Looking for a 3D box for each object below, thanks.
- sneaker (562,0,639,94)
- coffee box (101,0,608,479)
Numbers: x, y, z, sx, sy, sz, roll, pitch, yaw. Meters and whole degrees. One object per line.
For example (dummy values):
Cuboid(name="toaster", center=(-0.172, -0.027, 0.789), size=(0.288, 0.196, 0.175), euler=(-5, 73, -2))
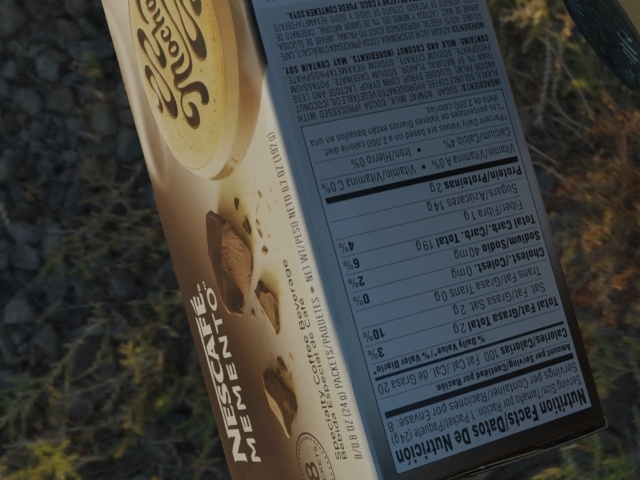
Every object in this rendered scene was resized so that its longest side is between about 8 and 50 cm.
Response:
Cuboid(name="sneaker", center=(0.139, -0.131, 0.414), size=(0.118, 0.222, 0.083), euler=(-38, 79, 5))
Cuboid(name="coffee box", center=(0.002, -0.036, 0.570), size=(0.168, 0.119, 0.297), euler=(-21, 83, 63))
